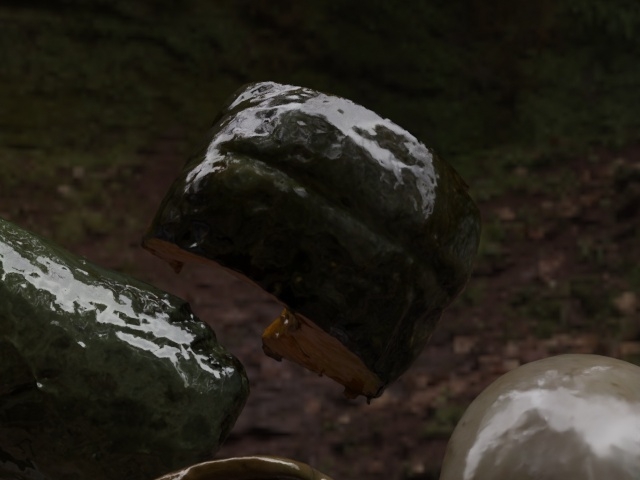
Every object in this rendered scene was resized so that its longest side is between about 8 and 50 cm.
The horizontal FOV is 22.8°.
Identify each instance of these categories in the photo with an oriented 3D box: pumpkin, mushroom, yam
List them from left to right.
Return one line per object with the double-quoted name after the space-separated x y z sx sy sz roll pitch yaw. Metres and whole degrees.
-0.217 0.102 1.247 0.300 0.195 0.195 26 -20 -11 "yam"
0.000 0.000 1.566 0.256 0.225 0.303 8 -23 50 "pumpkin"
0.128 0.167 0.836 0.204 0.204 0.204 0 -14 0 "mushroom"

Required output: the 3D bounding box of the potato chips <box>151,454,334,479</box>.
-0.068 0.193 0.920 0.195 0.062 0.208 -4 -56 -18 "potato chips"
